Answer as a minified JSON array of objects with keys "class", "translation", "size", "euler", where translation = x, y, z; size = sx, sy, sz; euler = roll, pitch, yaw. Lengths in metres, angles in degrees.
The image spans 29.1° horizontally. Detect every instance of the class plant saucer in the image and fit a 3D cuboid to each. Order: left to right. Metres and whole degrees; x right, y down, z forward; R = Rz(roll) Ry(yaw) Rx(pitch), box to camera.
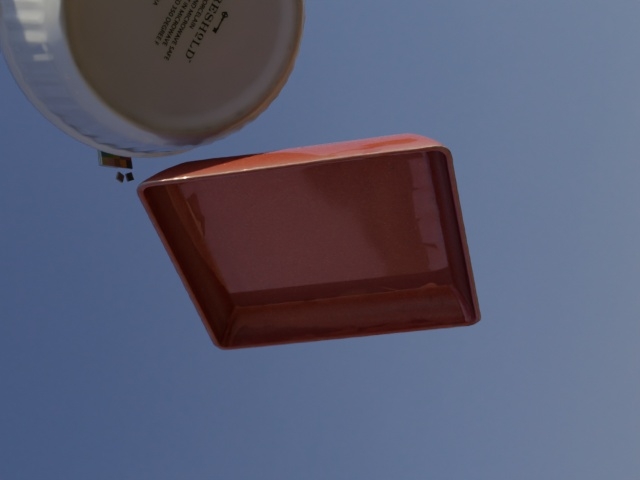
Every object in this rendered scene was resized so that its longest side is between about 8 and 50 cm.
[{"class":"plant saucer","translation":[0.000,0.000,1.086],"size":[0.259,0.258,0.048],"euler":[71,-165,-51]}]

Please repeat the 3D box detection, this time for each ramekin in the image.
[{"class":"ramekin","translation":[-0.137,-0.200,1.063],"size":[0.273,0.127,0.273],"euler":[-5,-78,-25]}]

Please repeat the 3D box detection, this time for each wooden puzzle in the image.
[{"class":"wooden puzzle","translation":[-0.237,-0.106,1.408],"size":[0.049,0.006,0.083],"euler":[5,-106,-54]}]
